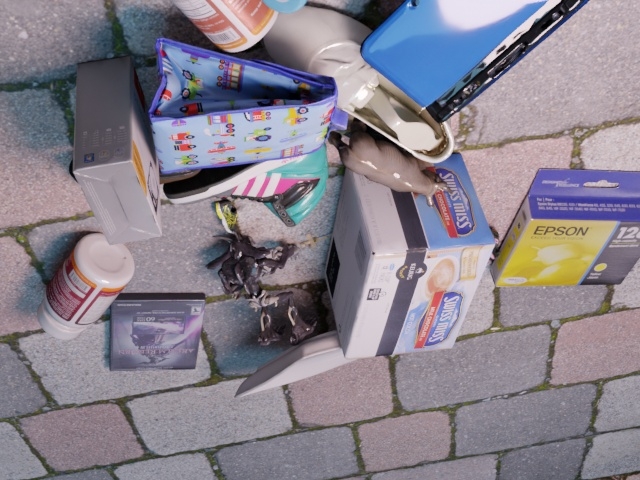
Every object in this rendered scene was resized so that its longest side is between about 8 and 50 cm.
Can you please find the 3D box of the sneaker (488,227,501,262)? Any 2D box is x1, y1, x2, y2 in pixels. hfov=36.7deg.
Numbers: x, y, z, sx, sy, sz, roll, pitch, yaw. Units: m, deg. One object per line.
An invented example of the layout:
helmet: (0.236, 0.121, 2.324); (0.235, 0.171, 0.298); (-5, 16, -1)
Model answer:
sneaker: (0.322, -0.009, 1.959); (0.077, 0.072, 0.178); (-27, 148, 3)

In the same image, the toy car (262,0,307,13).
toy car: (-0.075, -0.452, 1.239); (0.238, 0.219, 0.210); (25, 138, 3)

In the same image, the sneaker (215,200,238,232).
sneaker: (-0.170, -0.044, 1.823); (0.035, 0.031, 0.083); (-18, 141, 9)

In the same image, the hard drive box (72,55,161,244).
hard drive box: (-0.315, -0.141, 1.507); (0.089, 0.232, 0.181); (-10, 143, 0)

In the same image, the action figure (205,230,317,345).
action figure: (-0.119, 0.076, 1.909); (0.164, 0.141, 0.276); (-16, 116, 21)

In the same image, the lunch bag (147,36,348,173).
lunch bag: (-0.103, -0.190, 1.479); (0.293, 0.138, 0.221); (4, 164, -4)

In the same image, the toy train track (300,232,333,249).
toy train track: (0.000, 0.000, 1.930); (0.083, 0.014, 0.048); (-18, 141, 10)

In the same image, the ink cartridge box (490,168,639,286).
ink cartridge box: (0.540, -0.017, 1.985); (0.303, 0.072, 0.307); (1, 143, -13)

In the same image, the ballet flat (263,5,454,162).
ballet flat: (0.084, -0.240, 1.547); (0.400, 0.139, 0.139); (28, 129, -38)

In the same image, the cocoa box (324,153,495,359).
cocoa box: (0.156, 0.034, 1.828); (0.228, 0.231, 0.347); (-4, 142, -12)

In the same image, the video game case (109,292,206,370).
video game case: (-0.359, 0.202, 2.100); (0.196, 0.026, 0.274); (1, 140, -13)

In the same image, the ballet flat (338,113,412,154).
ballet flat: (0.103, -0.184, 1.691); (0.173, 0.049, 0.057); (14, 135, -28)

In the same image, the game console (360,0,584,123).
game console: (0.245, -0.338, 1.478); (0.293, 0.250, 0.173); (-40, 90, 29)

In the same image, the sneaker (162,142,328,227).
sneaker: (-0.113, -0.091, 1.712); (0.295, 0.124, 0.178); (-18, 132, 9)

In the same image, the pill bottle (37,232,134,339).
pill bottle: (-0.458, 0.093, 1.862); (0.121, 0.121, 0.221); (18, 134, -31)

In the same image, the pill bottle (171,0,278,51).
pill bottle: (-0.161, -0.371, 1.340); (0.121, 0.121, 0.216); (-26, 139, 20)

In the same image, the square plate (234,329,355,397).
square plate: (0.022, 0.238, 2.078); (0.347, 0.049, 0.344); (-13, 165, -33)

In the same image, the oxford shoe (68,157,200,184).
oxford shoe: (-0.308, -0.120, 1.668); (0.227, 0.083, 0.096); (-4, 150, 7)

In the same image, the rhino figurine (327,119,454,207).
rhino figurine: (0.130, -0.123, 1.651); (0.243, 0.106, 0.073); (24, 112, -24)
